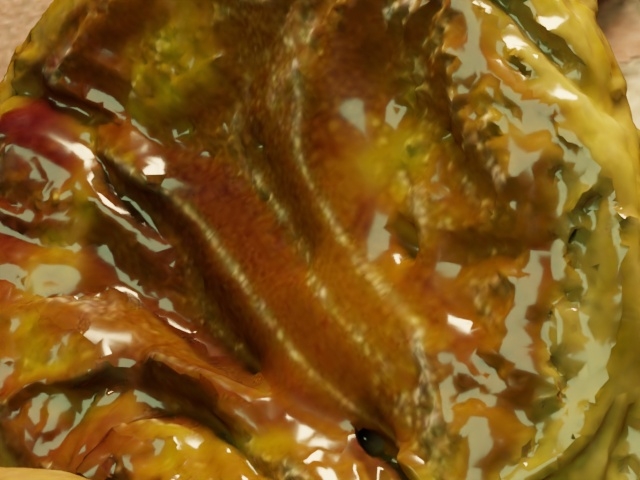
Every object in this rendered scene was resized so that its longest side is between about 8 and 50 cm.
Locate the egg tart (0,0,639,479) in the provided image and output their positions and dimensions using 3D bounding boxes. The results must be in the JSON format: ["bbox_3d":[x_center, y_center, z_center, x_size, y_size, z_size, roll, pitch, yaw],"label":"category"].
[{"bbox_3d":[0.000,0.000,0.697,0.351,0.153,0.339,4,83,28],"label":"egg tart"}]

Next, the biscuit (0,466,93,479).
[{"bbox_3d":[-0.146,0.212,0.628,0.202,0.044,0.289,38,107,-11],"label":"biscuit"}]
